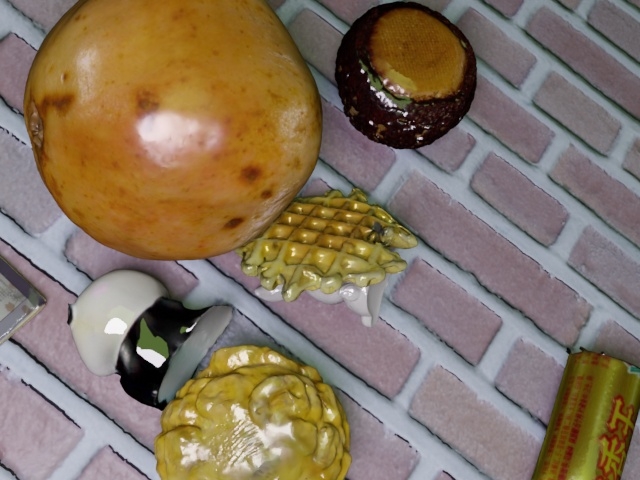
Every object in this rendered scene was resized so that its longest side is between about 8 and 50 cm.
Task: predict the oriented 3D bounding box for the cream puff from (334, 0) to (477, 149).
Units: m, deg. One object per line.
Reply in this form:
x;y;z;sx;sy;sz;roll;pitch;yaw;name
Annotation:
0.133;-0.261;1.079;0.239;0.165;0.239;5;70;-14;cream puff

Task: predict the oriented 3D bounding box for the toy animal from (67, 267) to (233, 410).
-0.234;0.116;0.878;0.179;0.138;0.166;30;47;5;toy animal

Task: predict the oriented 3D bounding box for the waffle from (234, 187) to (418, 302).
0.000;-0.002;0.936;0.250;0.056;0.261;-13;34;-21;waffle

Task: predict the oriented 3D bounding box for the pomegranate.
-0.166;-0.160;0.872;0.410;0.410;0.409;5;71;-14;pomegranate

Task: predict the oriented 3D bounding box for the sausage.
0.384;0.314;0.976;0.125;0.117;0.317;30;66;-5;sausage

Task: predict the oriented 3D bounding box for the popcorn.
-0.087;0.248;0.840;0.250;0.190;0.250;0;89;-15;popcorn

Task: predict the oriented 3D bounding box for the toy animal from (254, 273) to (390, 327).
0.006;0.044;0.974;0.182;0.127;0.131;12;88;34;toy animal

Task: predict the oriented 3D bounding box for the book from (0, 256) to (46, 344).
-0.502;0.109;0.862;0.157;0.026;0.231;42;66;5;book
